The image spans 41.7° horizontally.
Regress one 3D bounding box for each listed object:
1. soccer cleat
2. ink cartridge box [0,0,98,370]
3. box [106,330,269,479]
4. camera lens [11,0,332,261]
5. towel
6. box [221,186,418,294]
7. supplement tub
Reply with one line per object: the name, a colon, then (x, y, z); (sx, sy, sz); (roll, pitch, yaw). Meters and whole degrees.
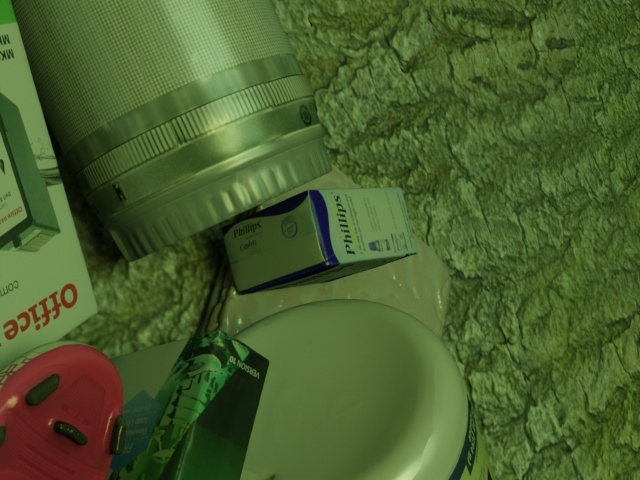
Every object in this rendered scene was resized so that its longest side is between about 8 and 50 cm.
soccer cleat: (-0.242, 0.202, 0.500); (0.116, 0.143, 0.331); (43, 65, -43)
ink cartridge box: (-0.277, -0.040, 0.530); (0.211, 0.122, 0.289); (-45, 127, -61)
box: (-0.163, 0.228, 0.549); (0.058, 0.232, 0.322); (36, 51, -34)
camera lens: (-0.133, -0.145, 0.735); (0.219, 0.219, 0.274); (-29, 96, -48)
towel: (0.019, 0.089, 0.926); (0.317, 0.053, 0.331); (39, 50, -28)
box: (0.000, 0.000, 0.812); (0.137, 0.126, 0.072); (-5, 78, -46)
supplement tub: (0.035, 0.235, 0.698); (0.235, 0.235, 0.324); (-60, 140, -40)
